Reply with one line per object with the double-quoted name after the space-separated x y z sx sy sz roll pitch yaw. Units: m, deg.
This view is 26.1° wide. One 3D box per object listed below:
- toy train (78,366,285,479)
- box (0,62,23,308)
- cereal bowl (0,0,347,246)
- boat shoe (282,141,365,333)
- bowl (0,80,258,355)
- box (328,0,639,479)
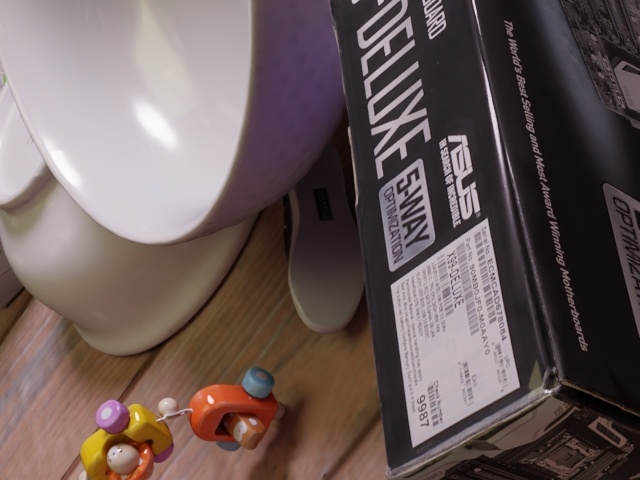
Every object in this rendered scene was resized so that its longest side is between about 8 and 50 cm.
-0.093 0.150 0.854 0.166 0.125 0.046 -59 40 25 "toy train"
-0.356 -0.104 1.245 0.127 0.231 0.262 -43 42 31 "box"
-0.080 -0.174 0.840 0.339 0.141 0.339 24 121 48 "cereal bowl"
0.000 0.000 0.877 0.040 0.049 0.142 104 164 -57 "boat shoe"
-0.168 -0.071 1.060 0.298 0.134 0.298 -29 49 41 "bowl"
0.119 -0.025 0.552 0.076 0.242 0.307 -38 43 36 "box"
